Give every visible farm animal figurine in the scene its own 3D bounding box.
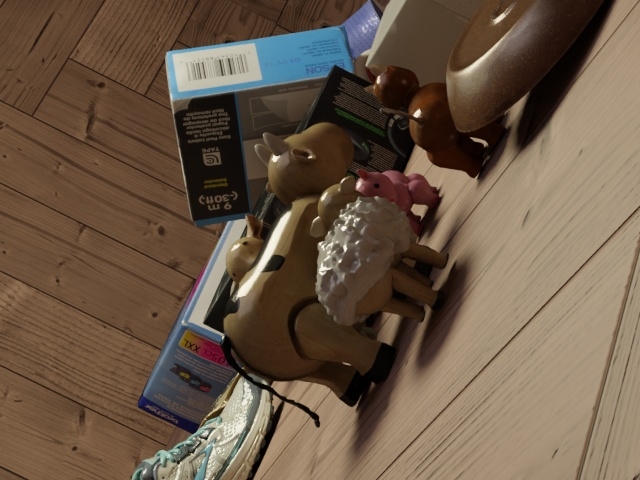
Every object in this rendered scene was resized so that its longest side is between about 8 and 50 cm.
[{"bbox_3d":[0.000,0.000,1.259,0.330,0.172,0.326,-59,7,47],"label":"farm animal figurine"}]

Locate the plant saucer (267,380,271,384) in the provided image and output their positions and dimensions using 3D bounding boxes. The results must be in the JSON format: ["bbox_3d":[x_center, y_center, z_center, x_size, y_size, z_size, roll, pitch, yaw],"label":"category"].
[{"bbox_3d":[-0.067,0.173,2.027,0.083,0.015,0.083,-63,5,9],"label":"plant saucer"}]

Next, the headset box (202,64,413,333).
[{"bbox_3d":[-0.013,-0.019,1.777,0.246,0.131,0.283,-57,8,52],"label":"headset box"}]

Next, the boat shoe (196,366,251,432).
[{"bbox_3d":[-0.127,0.246,2.098,0.152,0.056,0.049,-54,-1,-5],"label":"boat shoe"}]

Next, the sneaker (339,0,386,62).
[{"bbox_3d":[-0.032,-0.207,2.077,0.315,0.182,0.127,-48,48,22],"label":"sneaker"}]

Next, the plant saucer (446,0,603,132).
[{"bbox_3d":[0.154,-0.171,1.109,0.198,0.036,0.198,-49,13,15],"label":"plant saucer"}]

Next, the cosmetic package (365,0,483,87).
[{"bbox_3d":[0.149,-0.288,1.673,0.238,0.107,0.127,-54,12,46],"label":"cosmetic package"}]

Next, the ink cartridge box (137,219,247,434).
[{"bbox_3d":[-0.176,0.159,2.539,0.270,0.151,0.395,-67,4,-36],"label":"ink cartridge box"}]

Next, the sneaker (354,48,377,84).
[{"bbox_3d":[0.144,-0.272,1.974,0.128,0.087,0.221,-22,23,42],"label":"sneaker"}]

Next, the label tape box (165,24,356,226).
[{"bbox_3d":[-0.068,-0.116,1.999,0.333,0.241,0.106,85,174,-47],"label":"label tape box"}]

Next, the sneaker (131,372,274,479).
[{"bbox_3d":[-0.146,0.267,1.709,0.283,0.122,0.110,-66,5,-27],"label":"sneaker"}]
